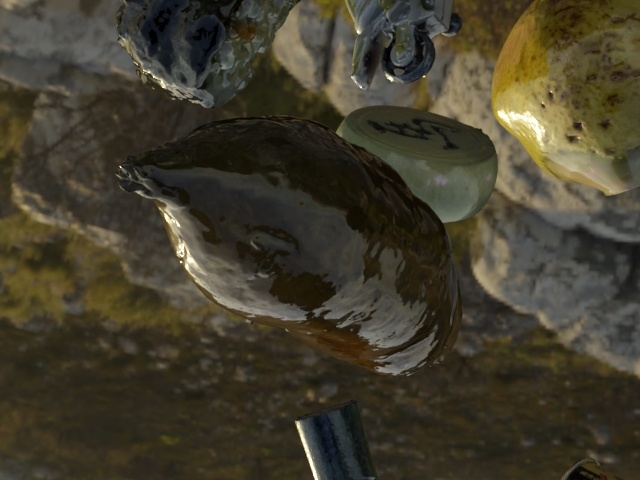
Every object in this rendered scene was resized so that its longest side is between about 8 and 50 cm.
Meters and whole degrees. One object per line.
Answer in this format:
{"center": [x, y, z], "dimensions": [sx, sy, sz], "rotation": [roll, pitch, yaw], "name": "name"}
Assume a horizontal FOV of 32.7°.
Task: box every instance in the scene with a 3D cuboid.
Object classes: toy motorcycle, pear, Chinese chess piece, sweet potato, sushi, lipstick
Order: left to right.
{"center": [-0.115, -0.335, 1.330], "dimensions": [0.171, 0.350, 0.211], "rotation": [32, -177, 14], "name": "sushi"}
{"center": [0.000, 0.000, 0.752], "dimensions": [0.158, 0.158, 0.370], "rotation": [-3, 163, 21], "name": "sweet potato"}
{"center": [0.040, 0.247, 0.877], "dimensions": [0.053, 0.234, 0.053], "rotation": [-18, 177, -1], "name": "lipstick"}
{"center": [0.085, -0.281, 1.251], "dimensions": [0.151, 0.228, 0.074], "rotation": [6, 168, 34], "name": "toy motorcycle"}
{"center": [0.139, -0.118, 1.630], "dimensions": [0.250, 0.250, 0.101], "rotation": [10, 115, 0], "name": "Chinese chess piece"}
{"center": [0.333, -0.188, 1.278], "dimensions": [0.271, 0.271, 0.271], "rotation": [7, 150, 4], "name": "pear"}

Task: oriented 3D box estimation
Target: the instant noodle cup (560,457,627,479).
{"center": [0.337, 0.338, 1.255], "dimensions": [0.122, 0.151, 0.151], "rotation": [13, 158, 41], "name": "instant noodle cup"}
